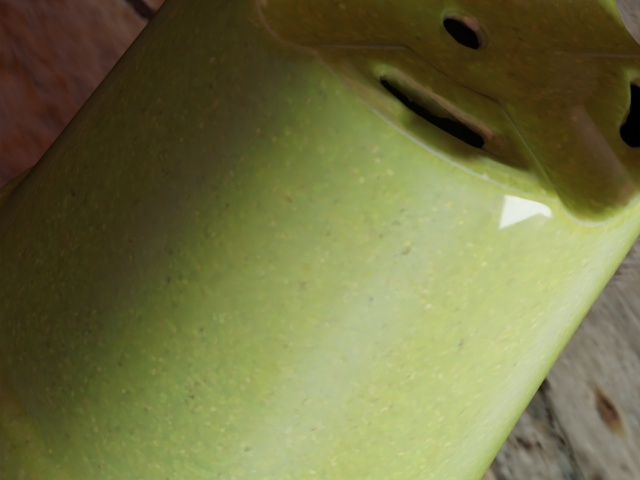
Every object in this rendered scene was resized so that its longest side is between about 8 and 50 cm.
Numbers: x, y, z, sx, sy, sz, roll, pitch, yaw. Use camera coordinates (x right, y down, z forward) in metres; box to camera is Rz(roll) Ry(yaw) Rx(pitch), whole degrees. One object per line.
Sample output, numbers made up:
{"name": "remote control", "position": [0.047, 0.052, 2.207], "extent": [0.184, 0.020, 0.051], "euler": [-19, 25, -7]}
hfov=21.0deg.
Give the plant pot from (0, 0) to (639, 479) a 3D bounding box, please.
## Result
{"name": "plant pot", "position": [0.000, 0.000, 0.676], "extent": [0.276, 0.254, 0.276], "euler": [21, 40, -19]}
